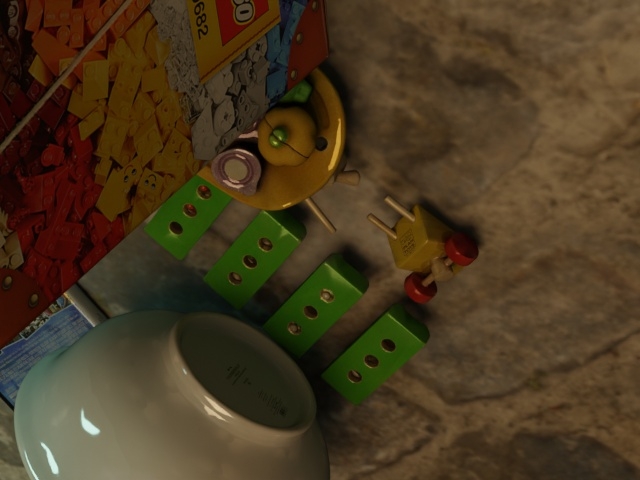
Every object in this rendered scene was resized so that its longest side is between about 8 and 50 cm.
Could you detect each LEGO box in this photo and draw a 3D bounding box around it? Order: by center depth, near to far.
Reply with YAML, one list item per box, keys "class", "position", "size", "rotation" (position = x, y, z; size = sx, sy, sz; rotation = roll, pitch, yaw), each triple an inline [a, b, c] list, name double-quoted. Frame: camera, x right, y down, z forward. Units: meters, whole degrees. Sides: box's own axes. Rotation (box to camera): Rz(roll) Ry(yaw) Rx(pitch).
- class: "LEGO box"
  position: [-0.307, -0.166, 0.896]
  size: [0.500, 0.372, 0.193]
  rotation: [17, 133, 28]

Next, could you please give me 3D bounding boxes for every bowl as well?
- class: "bowl"
  position: [-0.098, 0.154, 1.144]
  size: [0.298, 0.298, 0.134]
  rotation: [36, 114, -1]

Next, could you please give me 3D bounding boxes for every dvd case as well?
- class: "dvd case"
  position: [-0.330, 0.046, 1.328]
  size: [0.180, 0.022, 0.253]
  rotation: [-32, 104, 37]

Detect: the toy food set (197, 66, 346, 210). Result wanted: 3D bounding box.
- class: "toy food set"
  position: [-0.088, -0.108, 1.049]
  size: [0.218, 0.071, 0.128]
  rotation: [31, 106, 13]

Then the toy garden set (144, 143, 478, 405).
- class: "toy garden set"
  position: [0.000, 0.000, 1.138]
  size: [0.244, 0.049, 0.204]
  rotation: [40, 130, -3]
